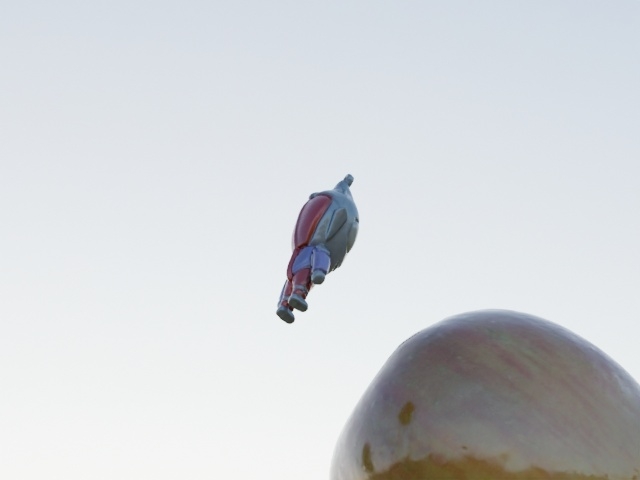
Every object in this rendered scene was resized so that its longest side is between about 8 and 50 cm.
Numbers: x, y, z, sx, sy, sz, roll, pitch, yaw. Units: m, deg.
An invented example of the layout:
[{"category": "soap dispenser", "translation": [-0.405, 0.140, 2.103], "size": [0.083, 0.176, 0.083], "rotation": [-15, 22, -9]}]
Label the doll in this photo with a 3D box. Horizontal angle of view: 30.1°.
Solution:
[{"category": "doll", "translation": [0.000, 0.000, 1.411], "size": [0.075, 0.227, 0.102], "rotation": [35, -43, -12]}]

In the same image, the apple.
[{"category": "apple", "translation": [0.144, 0.179, 0.888], "size": [0.242, 0.241, 0.242], "rotation": [-36, -32, -28]}]
